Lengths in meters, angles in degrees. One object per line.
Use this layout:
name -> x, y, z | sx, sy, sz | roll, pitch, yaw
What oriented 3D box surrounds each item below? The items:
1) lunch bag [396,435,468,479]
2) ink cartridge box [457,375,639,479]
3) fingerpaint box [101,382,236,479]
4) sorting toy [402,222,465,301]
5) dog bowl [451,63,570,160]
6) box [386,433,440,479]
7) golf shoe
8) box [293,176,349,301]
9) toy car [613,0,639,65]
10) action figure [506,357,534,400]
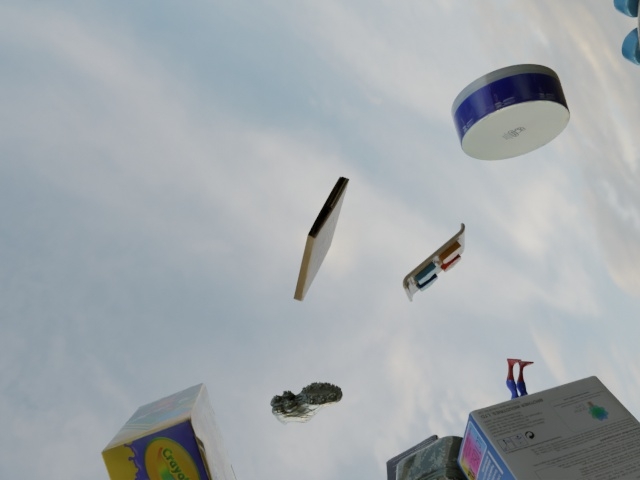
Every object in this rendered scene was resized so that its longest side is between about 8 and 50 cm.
lunch bag -> 0.291, 0.575, 1.208 | 0.305, 0.212, 0.256 | 40, -144, -12
ink cartridge box -> 0.432, 0.424, 0.975 | 0.270, 0.151, 0.395 | -11, -146, -15
fingerpaint box -> -0.238, 0.535, 1.192 | 0.163, 0.371, 0.444 | -19, -91, -8
sorting toy -> 0.287, 0.063, 1.533 | 0.038, 0.208, 0.193 | 45, 178, 20
dog bowl -> 0.460, -0.305, 1.524 | 0.265, 0.265, 0.104 | 15, -122, -44
box -> 0.285, 0.653, 1.622 | 0.168, 0.167, 0.203 | 55, -169, -11
golf shoe -> -0.028, 0.393, 1.495 | 0.069, 0.176, 0.086 | -93, -12, -55
box -> 0.000, 0.000, 1.178 | 0.021, 0.201, 0.164 | 23, -129, 7
toy car -> 0.706, -0.412, 1.125 | 0.210, 0.238, 0.219 | 57, -176, -38
action figure -> 0.565, 0.465, 1.687 | 0.092, 0.139, 0.280 | 15, -105, -33
